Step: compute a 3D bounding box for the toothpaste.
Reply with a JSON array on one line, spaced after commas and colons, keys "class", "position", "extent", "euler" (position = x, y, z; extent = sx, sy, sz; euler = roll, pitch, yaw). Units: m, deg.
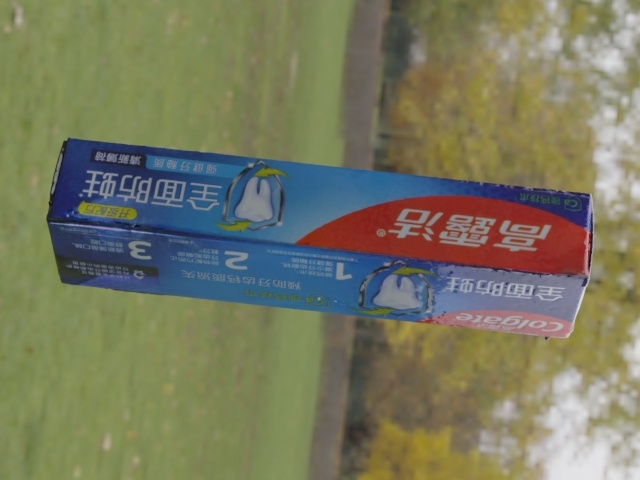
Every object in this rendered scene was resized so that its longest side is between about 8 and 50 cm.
[{"class": "toothpaste", "position": [0.000, -0.001, 0.996], "extent": [0.076, 0.320, 0.066], "euler": [94, 3, -58]}]
